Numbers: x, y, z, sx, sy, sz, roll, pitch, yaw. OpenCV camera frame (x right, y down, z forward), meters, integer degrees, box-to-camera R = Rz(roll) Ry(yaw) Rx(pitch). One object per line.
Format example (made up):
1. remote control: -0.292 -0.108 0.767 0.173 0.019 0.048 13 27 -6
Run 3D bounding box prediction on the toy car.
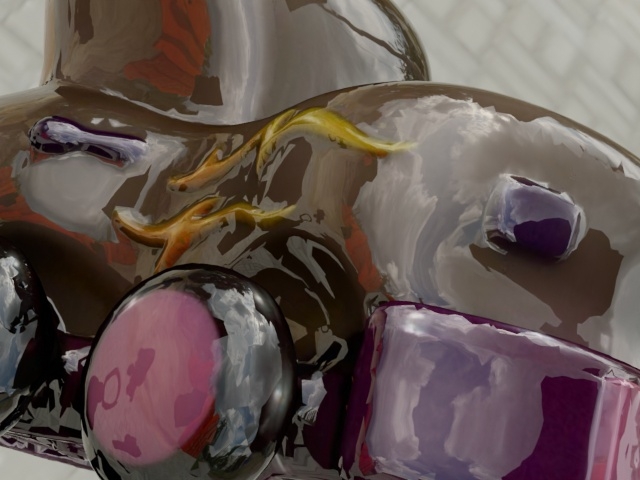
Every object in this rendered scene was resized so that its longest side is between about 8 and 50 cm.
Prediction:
1. toy car: 0.000 0.000 0.664 0.271 0.340 0.240 26 73 -49
